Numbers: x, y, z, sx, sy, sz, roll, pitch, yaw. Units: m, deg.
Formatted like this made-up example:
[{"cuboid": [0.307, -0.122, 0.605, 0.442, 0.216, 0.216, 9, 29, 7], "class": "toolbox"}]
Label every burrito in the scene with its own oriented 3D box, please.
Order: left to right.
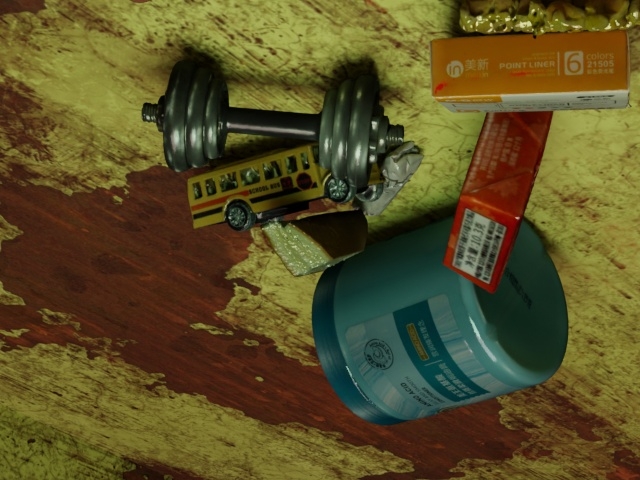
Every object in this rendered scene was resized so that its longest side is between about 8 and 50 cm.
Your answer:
[{"cuboid": [0.110, -0.097, 2.186, 0.064, 0.064, 0.203, 17, 147, -16], "class": "burrito"}]

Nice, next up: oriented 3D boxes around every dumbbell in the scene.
[{"cuboid": [-0.073, -0.180, 1.973, 0.406, 0.179, 0.179, 6, 149, 5], "class": "dumbbell"}]

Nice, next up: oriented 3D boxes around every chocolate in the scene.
[{"cuboid": [0.278, -0.077, 2.021, 0.108, 0.235, 0.237, 17, 150, 6], "class": "chocolate"}]

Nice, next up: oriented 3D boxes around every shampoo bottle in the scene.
[{"cuboid": [0.218, 0.134, 2.287, 0.342, 0.331, 0.331, -22, 138, 37], "class": "shampoo bottle"}]

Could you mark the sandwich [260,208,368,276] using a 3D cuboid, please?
[{"cuboid": [0.000, 0.000, 2.130, 0.094, 0.096, 0.258, -21, 175, 31], "class": "sandwich"}]

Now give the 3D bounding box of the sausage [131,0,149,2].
[{"cuboid": [-0.215, -0.377, 1.786, 0.154, 0.062, 0.062, -15, 143, 33], "class": "sausage"}]

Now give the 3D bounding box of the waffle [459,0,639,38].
[{"cuboid": [0.309, -0.296, 1.661, 0.249, 0.056, 0.253, -5, -166, -6], "class": "waffle"}]

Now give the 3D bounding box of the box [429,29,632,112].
[{"cuboid": [0.298, -0.234, 1.802, 0.274, 0.091, 0.221, 0, 179, 15], "class": "box"}]

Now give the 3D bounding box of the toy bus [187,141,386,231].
[{"cuboid": [-0.060, -0.093, 2.153, 0.335, 0.123, 0.121, -14, 179, 31], "class": "toy bus"}]
